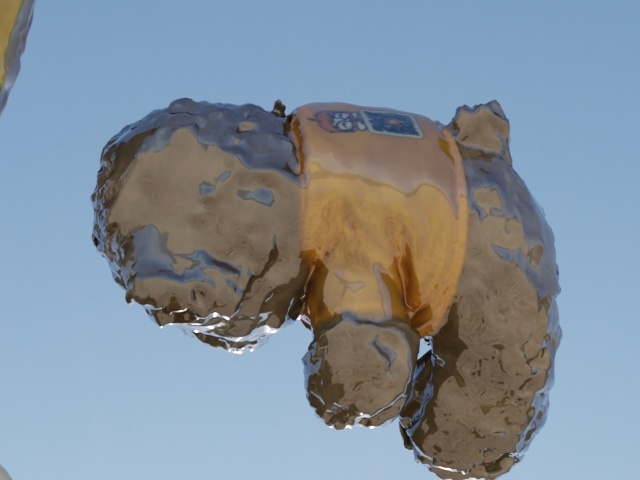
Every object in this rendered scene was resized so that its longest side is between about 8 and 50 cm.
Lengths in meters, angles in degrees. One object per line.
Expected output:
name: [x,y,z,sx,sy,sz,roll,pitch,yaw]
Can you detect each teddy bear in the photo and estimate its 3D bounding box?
teddy bear: [0.000,0.000,0.560,0.190,0.177,0.140,7,-59,-20]

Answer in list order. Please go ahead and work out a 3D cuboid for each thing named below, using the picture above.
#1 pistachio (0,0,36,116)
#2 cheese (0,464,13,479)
pistachio: [-0.168,-0.086,0.576,0.090,0.049,0.173,15,-102,4]
cheese: [-0.208,0.181,0.521,0.292,0.153,0.332,24,-38,-16]
